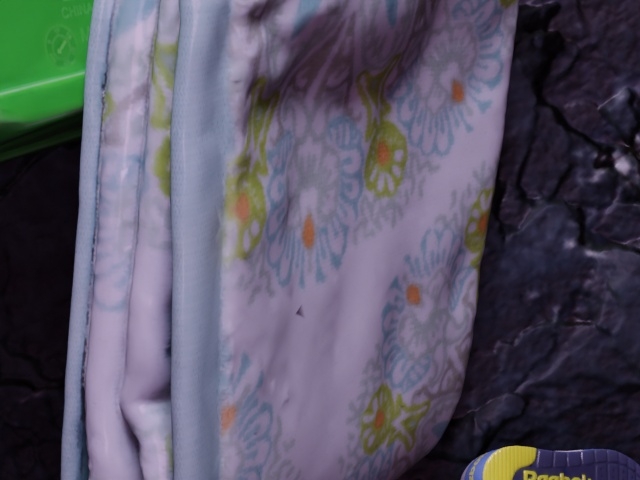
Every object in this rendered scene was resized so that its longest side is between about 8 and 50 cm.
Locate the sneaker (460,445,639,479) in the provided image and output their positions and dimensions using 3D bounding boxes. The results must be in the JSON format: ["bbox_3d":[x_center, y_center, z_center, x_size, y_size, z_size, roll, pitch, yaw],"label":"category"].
[{"bbox_3d":[0.160,0.166,0.977,0.144,0.059,0.053,15,70,-22],"label":"sneaker"}]

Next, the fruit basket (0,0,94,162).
[{"bbox_3d":[-0.249,-0.126,0.776,0.392,0.392,0.282,-10,103,-2],"label":"fruit basket"}]

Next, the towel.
[{"bbox_3d":[0.000,0.000,0.786,0.090,0.320,0.374,18,111,31],"label":"towel"}]
